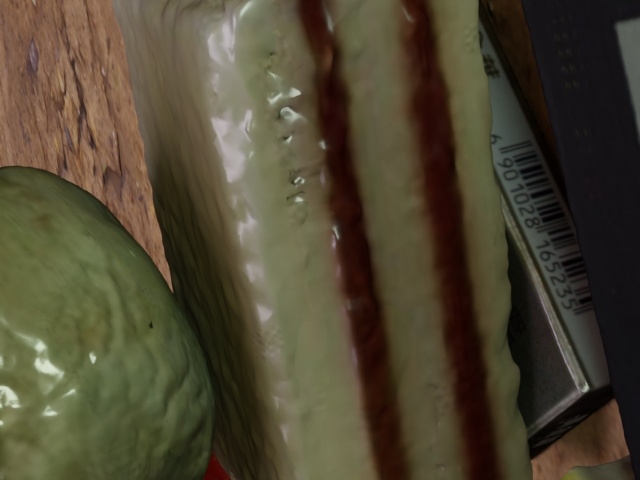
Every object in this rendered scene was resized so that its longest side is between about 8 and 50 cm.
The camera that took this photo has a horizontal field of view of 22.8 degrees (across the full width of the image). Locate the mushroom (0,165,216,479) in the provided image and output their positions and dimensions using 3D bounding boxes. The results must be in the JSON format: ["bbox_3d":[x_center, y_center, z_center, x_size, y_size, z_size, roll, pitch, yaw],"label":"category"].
[{"bbox_3d":[-0.135,0.091,0.800,0.164,0.189,0.267,40,140,22],"label":"mushroom"}]

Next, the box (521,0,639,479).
[{"bbox_3d":[0.157,-0.041,0.589,0.211,0.058,0.350,-1,105,69],"label":"box"}]

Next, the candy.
[{"bbox_3d":[0.000,0.000,0.793,0.179,0.135,0.321,-138,37,-60],"label":"candy"}]

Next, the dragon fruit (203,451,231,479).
[{"bbox_3d":[-0.122,0.331,1.295,0.249,0.370,0.386,-32,-72,-73],"label":"dragon fruit"}]

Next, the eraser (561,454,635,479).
[{"bbox_3d":[0.179,0.217,0.711,0.226,0.069,0.158,-127,29,-45],"label":"eraser"}]

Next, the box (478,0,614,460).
[{"bbox_3d":[0.061,-0.045,0.861,0.180,0.047,0.325,120,132,-64],"label":"box"}]
